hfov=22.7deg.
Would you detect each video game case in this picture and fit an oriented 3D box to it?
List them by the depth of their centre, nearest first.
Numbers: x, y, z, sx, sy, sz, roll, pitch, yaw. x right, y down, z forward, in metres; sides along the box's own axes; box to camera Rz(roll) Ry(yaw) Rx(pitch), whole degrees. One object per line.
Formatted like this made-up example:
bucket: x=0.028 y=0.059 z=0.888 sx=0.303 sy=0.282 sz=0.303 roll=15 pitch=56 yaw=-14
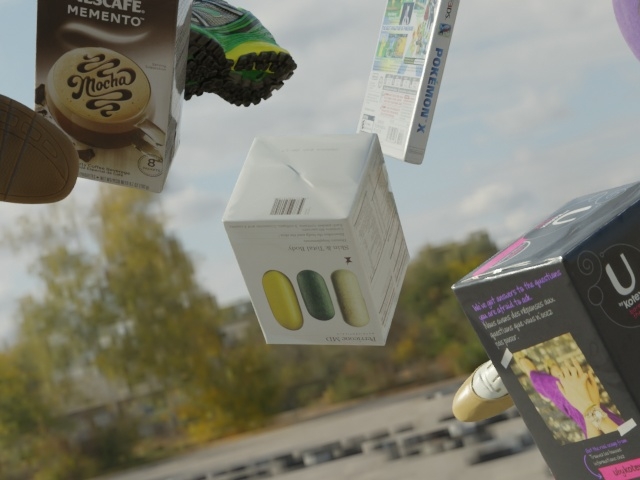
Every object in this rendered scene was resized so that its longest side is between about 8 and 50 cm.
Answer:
video game case: x=0.139 y=-0.283 z=2.563 sx=0.036 sy=0.299 sz=0.329 roll=12 pitch=5 yaw=-13

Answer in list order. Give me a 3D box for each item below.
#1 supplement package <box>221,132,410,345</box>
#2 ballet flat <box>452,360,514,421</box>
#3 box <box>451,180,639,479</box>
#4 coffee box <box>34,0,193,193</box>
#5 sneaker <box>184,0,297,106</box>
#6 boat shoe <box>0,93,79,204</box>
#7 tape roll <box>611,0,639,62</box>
supplement package: x=0.000 y=0.000 z=2.421 sx=0.199 sy=0.262 sz=0.198 roll=-1 pitch=43 yaw=19
ballet flat: x=0.275 y=0.170 z=2.186 sx=0.232 sy=0.080 sz=0.073 roll=-30 pitch=-37 yaw=7
box: x=0.259 y=0.104 z=1.296 sx=0.165 sy=0.270 sz=0.143 roll=-33 pitch=9 yaw=-34
coffee box: x=-0.248 y=-0.218 z=1.907 sx=0.168 sy=0.297 sz=0.119 roll=11 pitch=39 yaw=2
sneaker: x=-0.192 y=-0.273 z=2.215 sx=0.134 sy=0.146 sz=0.344 roll=-48 pitch=-27 yaw=25
boat shoe: x=-0.379 y=-0.102 z=1.566 sx=0.285 sy=0.104 sz=0.089 roll=18 pitch=-11 yaw=-20
tape roll: x=0.349 y=-0.201 z=1.369 sx=0.080 sy=0.189 sz=0.189 roll=-43 pitch=7 yaw=-23
